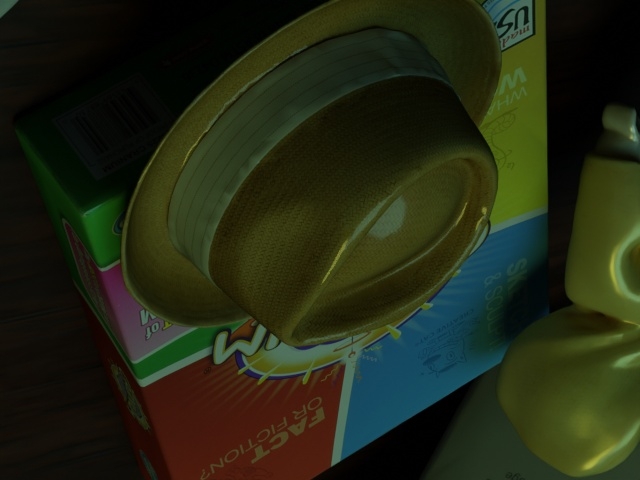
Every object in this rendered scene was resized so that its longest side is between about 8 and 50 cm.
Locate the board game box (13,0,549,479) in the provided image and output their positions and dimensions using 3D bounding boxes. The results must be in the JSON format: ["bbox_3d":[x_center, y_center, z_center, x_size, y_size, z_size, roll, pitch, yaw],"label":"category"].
[{"bbox_3d":[0.000,0.000,0.975,0.242,0.064,0.316,-31,147,-13],"label":"board game box"}]

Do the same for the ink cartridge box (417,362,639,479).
[{"bbox_3d":[0.112,0.302,1.247,0.385,0.160,0.279,-58,154,-16],"label":"ink cartridge box"}]

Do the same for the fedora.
[{"bbox_3d":[0.012,-0.016,0.829,0.194,0.079,0.194,-26,146,-19],"label":"fedora"}]

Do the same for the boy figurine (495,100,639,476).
[{"bbox_3d":[0.188,-0.009,1.040,0.177,0.092,0.285,20,97,-47],"label":"boy figurine"}]

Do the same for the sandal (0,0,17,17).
[{"bbox_3d":[-0.198,-0.089,0.626,0.169,0.102,0.416,37,85,-39],"label":"sandal"}]
